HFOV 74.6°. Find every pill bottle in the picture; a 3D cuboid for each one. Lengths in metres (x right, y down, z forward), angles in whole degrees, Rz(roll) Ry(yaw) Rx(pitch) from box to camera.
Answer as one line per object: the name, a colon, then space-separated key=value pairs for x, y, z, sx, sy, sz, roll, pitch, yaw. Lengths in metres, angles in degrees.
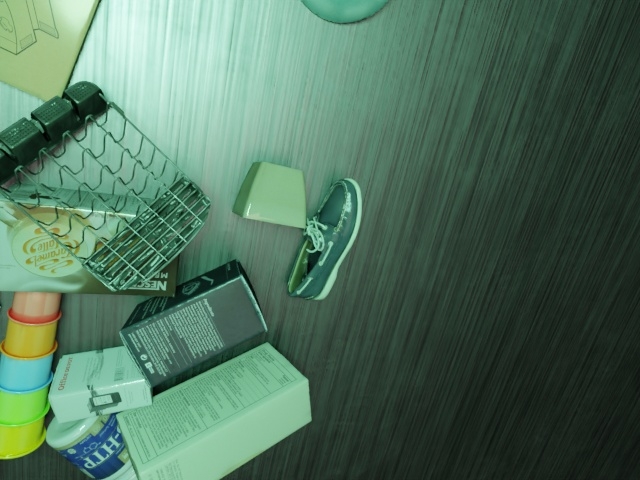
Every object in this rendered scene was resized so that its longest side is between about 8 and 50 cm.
pill bottle: x=-0.405 y=0.383 z=0.794 sx=0.112 sy=0.112 sz=0.186 roll=-31 pitch=119 yaw=-6

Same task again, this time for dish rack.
dish rack: x=-0.301 y=-0.072 z=0.583 sx=0.271 sy=0.074 sz=0.208 roll=45 pitch=67 yaw=-10

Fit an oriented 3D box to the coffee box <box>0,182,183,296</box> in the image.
coffee box: x=-0.352 y=0.003 z=0.664 sx=0.247 sy=0.098 sz=0.141 roll=6 pitch=109 yaw=-22

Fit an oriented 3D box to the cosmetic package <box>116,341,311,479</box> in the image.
cosmetic package: x=-0.187 y=0.327 z=0.775 sx=0.309 sy=0.160 sz=0.113 roll=-18 pitch=117 yaw=-31

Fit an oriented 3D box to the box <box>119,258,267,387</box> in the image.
box: x=-0.211 y=0.132 z=0.727 sx=0.207 sy=0.153 sz=0.108 roll=-24 pitch=103 yaw=-8

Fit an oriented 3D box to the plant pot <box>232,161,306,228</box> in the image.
plant pot: x=-0.083 y=-0.082 z=0.728 sx=0.109 sy=0.109 sz=0.096 roll=9 pitch=96 yaw=-23

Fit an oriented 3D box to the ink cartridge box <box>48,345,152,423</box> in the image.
ink cartridge box: x=-0.382 y=0.249 z=0.749 sx=0.151 sy=0.109 sz=0.063 roll=-6 pitch=116 yaw=-18

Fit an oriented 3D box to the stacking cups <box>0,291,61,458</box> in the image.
stacking cups: x=-0.495 y=0.206 z=0.699 sx=0.096 sy=0.096 sz=0.316 roll=10 pitch=107 yaw=-23

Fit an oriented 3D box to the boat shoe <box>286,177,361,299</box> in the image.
boat shoe: x=0.000 y=0.000 z=0.798 sx=0.079 sy=0.095 sz=0.254 roll=6 pitch=119 yaw=-34

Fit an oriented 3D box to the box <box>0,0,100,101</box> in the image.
box: x=-0.404 y=-0.311 z=0.561 sx=0.164 sy=0.021 sz=0.201 roll=23 pitch=103 yaw=-26

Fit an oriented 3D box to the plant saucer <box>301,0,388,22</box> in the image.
plant saucer: x=0.043 y=-0.436 z=0.635 sx=0.195 sy=0.037 sz=0.195 roll=-4 pitch=122 yaw=-6
